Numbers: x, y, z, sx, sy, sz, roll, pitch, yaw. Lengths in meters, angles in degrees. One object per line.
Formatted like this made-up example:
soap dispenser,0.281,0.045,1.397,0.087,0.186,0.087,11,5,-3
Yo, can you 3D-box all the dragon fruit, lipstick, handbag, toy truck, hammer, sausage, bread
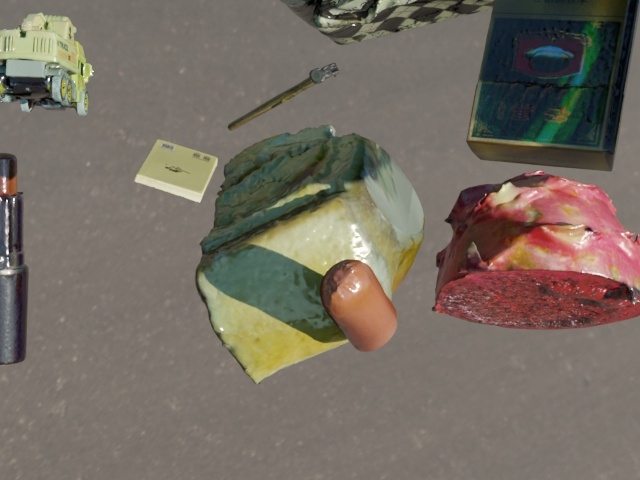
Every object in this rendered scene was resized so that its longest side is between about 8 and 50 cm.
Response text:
dragon fruit,0.364,0.014,1.723,0.386,0.371,0.249,26,60,-46
lipstick,-0.448,0.028,1.427,0.081,0.081,0.300,-6,102,-39
handbag,0.100,-0.405,1.466,0.416,0.316,0.180,9,80,-73
toy truck,-0.333,-0.217,1.234,0.085,0.191,0.116,4,90,-1
hammer,-0.047,-0.173,1.240,0.062,0.182,0.017,-33,98,-50
sausage,0.050,0.083,1.264,0.194,0.077,0.077,55,19,-61
bread,0.003,0.003,1.466,0.239,0.264,0.395,61,19,-26

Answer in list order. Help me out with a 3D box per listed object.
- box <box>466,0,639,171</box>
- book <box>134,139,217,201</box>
box,0.261,-0.202,1.118,0.071,0.159,0.240,35,65,-64
book,-0.165,-0.081,1.181,0.077,0.014,0.111,17,27,-4
